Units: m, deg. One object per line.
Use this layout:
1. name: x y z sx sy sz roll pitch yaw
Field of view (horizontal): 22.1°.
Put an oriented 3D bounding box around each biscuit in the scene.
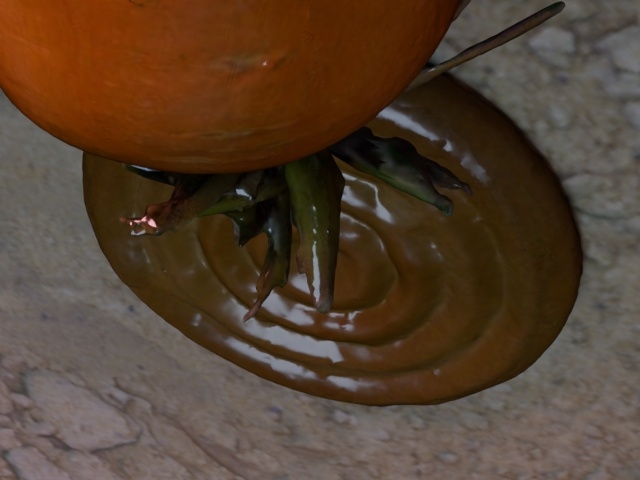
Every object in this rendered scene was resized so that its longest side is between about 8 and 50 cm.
1. biscuit: 0.000 0.000 0.819 0.262 0.037 0.262 13 140 11

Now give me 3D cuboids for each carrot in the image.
1. carrot: -0.036 -0.134 0.564 0.193 0.214 0.331 35 144 31
